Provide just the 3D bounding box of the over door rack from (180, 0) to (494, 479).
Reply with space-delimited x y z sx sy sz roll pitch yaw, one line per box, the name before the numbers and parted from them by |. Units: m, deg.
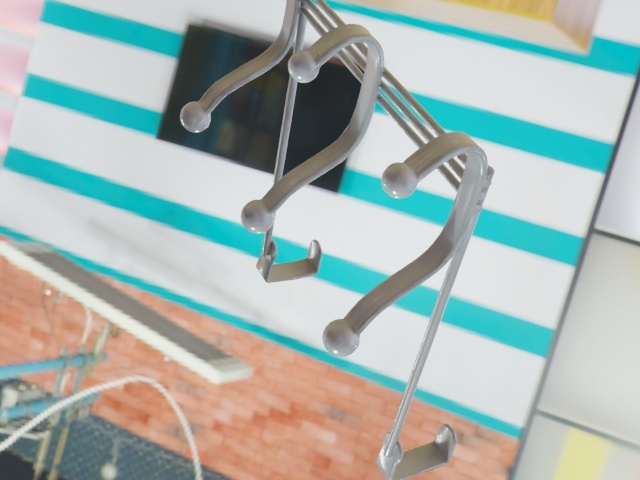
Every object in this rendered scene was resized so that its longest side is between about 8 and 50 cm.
over door rack | 0.000 0.000 0.662 0.108 0.324 0.239 -21 -130 -17
